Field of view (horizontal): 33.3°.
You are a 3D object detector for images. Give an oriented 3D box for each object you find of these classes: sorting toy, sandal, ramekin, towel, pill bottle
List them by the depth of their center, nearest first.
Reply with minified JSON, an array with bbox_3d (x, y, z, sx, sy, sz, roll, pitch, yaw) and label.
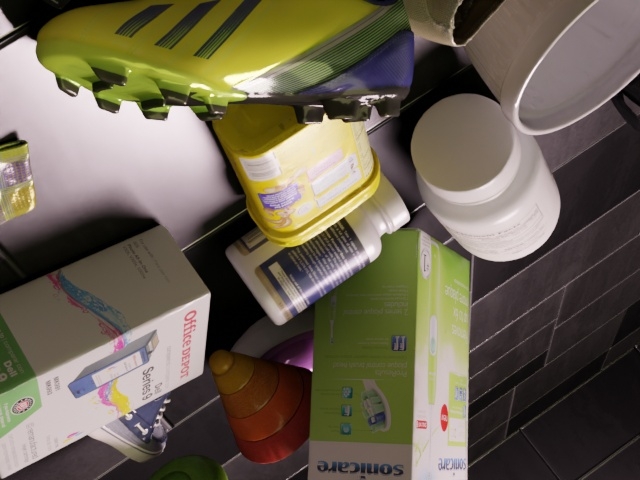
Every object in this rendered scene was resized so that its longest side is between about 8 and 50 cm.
[{"bbox_3d":[-0.233,-0.037,0.767,0.060,0.009,0.083,-25,154,-25],"label":"towel"},{"bbox_3d":[0.224,-0.206,0.971,0.207,0.109,0.207,-31,155,-16],"label":"ramekin"},{"bbox_3d":[0.000,0.000,1.053,0.169,0.094,0.094,-35,156,-5],"label":"pill bottle"},{"bbox_3d":[0.172,-0.065,1.127,0.131,0.131,0.229,-40,156,6],"label":"pill bottle"},{"bbox_3d":[-0.164,0.244,1.142,0.365,0.127,0.126,-44,126,-4],"label":"sorting toy"},{"bbox_3d":[0.047,0.141,1.365,0.416,0.102,0.169,-12,146,-44],"label":"sandal"}]

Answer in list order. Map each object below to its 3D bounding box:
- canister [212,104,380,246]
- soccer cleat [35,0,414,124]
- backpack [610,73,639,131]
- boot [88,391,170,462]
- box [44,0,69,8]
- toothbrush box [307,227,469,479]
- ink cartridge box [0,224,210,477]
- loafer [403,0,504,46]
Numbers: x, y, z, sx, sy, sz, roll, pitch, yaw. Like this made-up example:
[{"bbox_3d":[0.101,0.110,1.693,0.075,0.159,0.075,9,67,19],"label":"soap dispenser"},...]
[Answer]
[{"bbox_3d":[-0.017,-0.078,0.915,0.126,0.073,0.170,-35,155,-7],"label":"canister"},{"bbox_3d":[-0.058,-0.145,0.742,0.289,0.121,0.093,-2,-179,-34],"label":"soccer cleat"},{"bbox_3d":[0.366,-0.182,1.119,0.115,0.182,0.152,-37,131,-4],"label":"backpack"},{"bbox_3d":[-0.190,0.184,1.155,0.086,0.069,0.190,-33,156,3],"label":"boot"},{"bbox_3d":[-0.157,-0.175,0.610,0.067,0.018,0.083,-42,156,12],"label":"box"},{"bbox_3d":[0.083,0.143,1.189,0.122,0.283,0.206,-1,168,23],"label":"toothbrush box"},{"bbox_3d":[-0.210,0.096,0.941,0.212,0.093,0.154,-27,154,-26],"label":"ink cartridge box"},{"bbox_3d":[0.162,-0.249,0.824,0.268,0.092,0.102,-44,156,16],"label":"loafer"}]
